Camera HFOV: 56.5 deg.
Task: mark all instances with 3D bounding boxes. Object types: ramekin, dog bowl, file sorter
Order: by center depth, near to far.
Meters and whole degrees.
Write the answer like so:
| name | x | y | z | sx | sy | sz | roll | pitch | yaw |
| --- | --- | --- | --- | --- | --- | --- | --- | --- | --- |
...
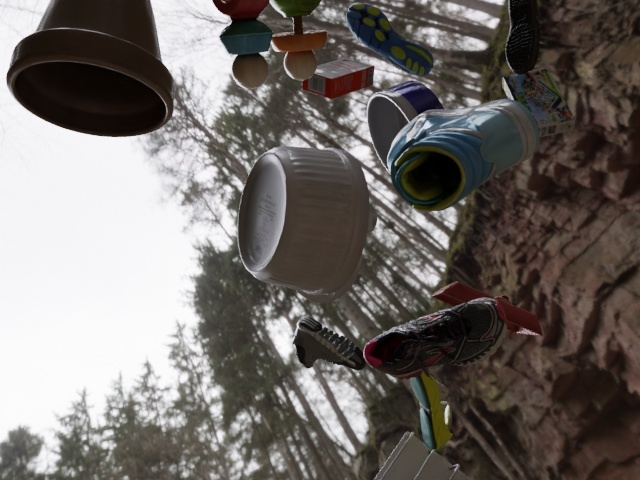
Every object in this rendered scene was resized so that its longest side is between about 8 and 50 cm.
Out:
| name | x | y | z | sx | sy | sz | roll | pitch | yaw |
| --- | --- | --- | --- | --- | --- | --- | --- | --- | --- |
| ramekin | -0.033 | -0.031 | 0.813 | 0.109 | 0.207 | 0.207 | 7 | -67 | -29 |
| file sorter | 0.277 | 0.623 | 1.447 | 0.193 | 0.277 | 0.173 | -51 | -17 | -16 |
| dog bowl | 0.235 | -0.282 | 1.576 | 0.104 | 0.265 | 0.265 | -27 | -56 | -16 |

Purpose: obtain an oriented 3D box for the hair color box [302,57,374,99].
| name | x | y | z | sx | sy | sz | roll | pitch | yaw |
| --- | --- | --- | --- | --- | --- | --- | --- | --- | --- |
| hair color box | 0.044 | -0.390 | 1.427 | 0.167 | 0.093 | 0.053 | -31 | -45 | -41 |

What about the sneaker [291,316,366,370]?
| name | x | y | z | sx | sy | sz | roll | pitch | yaw |
| --- | --- | --- | --- | --- | --- | --- | --- | --- | --- |
| sneaker | 0.015 | 0.328 | 1.704 | 0.086 | 0.228 | 0.132 | -23 | -38 | -60 |

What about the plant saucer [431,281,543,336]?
| name | x | y | z | sx | sy | sz | roll | pitch | yaw |
| --- | --- | --- | --- | --- | --- | --- | --- | --- | --- |
| plant saucer | 0.425 | 0.171 | 1.536 | 0.259 | 0.258 | 0.048 | 23 | -95 | 8 |

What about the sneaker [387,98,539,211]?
| name | x | y | z | sx | sy | sz | roll | pitch | yaw |
| --- | --- | --- | --- | --- | --- | --- | --- | --- | --- |
| sneaker | 0.159 | -0.124 | 0.945 | 0.208 | 0.319 | 0.127 | -32 | -79 | -26 |

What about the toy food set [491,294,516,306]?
| name | x | y | z | sx | sy | sz | roll | pitch | yaw |
| --- | --- | --- | --- | --- | --- | --- | --- | --- | --- |
| toy food set | 0.512 | 0.191 | 1.679 | 0.020 | 0.083 | 0.083 | -39 | -61 | -43 |

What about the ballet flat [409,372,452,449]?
| name | x | y | z | sx | sy | sz | roll | pitch | yaw |
| --- | --- | --- | --- | --- | --- | --- | --- | --- | --- |
| ballet flat | 0.258 | 0.372 | 1.361 | 0.077 | 0.077 | 0.231 | -19 | -70 | -14 |

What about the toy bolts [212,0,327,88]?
| name | x | y | z | sx | sy | sz | roll | pitch | yaw |
| --- | --- | --- | --- | --- | --- | --- | --- | --- | --- |
| toy bolts | -0.049 | -0.333 | 0.964 | 0.228 | 0.218 | 0.159 | -20 | -65 | -36 |

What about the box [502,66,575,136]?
| name | x | y | z | sx | sy | sz | roll | pitch | yaw |
| --- | --- | --- | --- | --- | --- | --- | --- | --- | --- |
| box | 0.535 | -0.341 | 1.471 | 0.114 | 0.207 | 0.036 | -12 | -38 | 5 |

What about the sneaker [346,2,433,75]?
| name | x | y | z | sx | sy | sz | roll | pitch | yaw |
| --- | --- | --- | --- | --- | --- | --- | --- | --- | --- |
| sneaker | 0.122 | -0.363 | 1.102 | 0.188 | 0.078 | 0.067 | 32 | -90 | -15 |

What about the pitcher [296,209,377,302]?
| name | x | y | z | sx | sy | sz | roll | pitch | yaw |
| --- | --- | --- | --- | --- | --- | --- | --- | --- | --- |
| pitcher | 0.000 | 0.000 | 1.105 | 0.177 | 0.207 | 0.125 | 29 | -41 | -4 |

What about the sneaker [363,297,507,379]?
| name | x | y | z | sx | sy | sz | roll | pitch | yaw |
| --- | --- | --- | --- | --- | --- | --- | --- | --- | --- |
| sneaker | 0.225 | 0.201 | 1.174 | 0.299 | 0.121 | 0.112 | -31 | -34 | 27 |

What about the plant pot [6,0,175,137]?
| name | x | y | z | sx | sy | sz | roll | pitch | yaw |
| --- | --- | --- | --- | --- | --- | --- | --- | --- | --- |
| plant pot | -0.382 | -0.336 | 1.029 | 0.263 | 0.263 | 0.229 | 8 | -110 | -27 |

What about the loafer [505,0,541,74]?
| name | x | y | z | sx | sy | sz | roll | pitch | yaw |
| --- | --- | --- | --- | --- | --- | --- | --- | --- | --- |
| loafer | 0.512 | -0.513 | 1.464 | 0.078 | 0.080 | 0.220 | 8 | -95 | -39 |
